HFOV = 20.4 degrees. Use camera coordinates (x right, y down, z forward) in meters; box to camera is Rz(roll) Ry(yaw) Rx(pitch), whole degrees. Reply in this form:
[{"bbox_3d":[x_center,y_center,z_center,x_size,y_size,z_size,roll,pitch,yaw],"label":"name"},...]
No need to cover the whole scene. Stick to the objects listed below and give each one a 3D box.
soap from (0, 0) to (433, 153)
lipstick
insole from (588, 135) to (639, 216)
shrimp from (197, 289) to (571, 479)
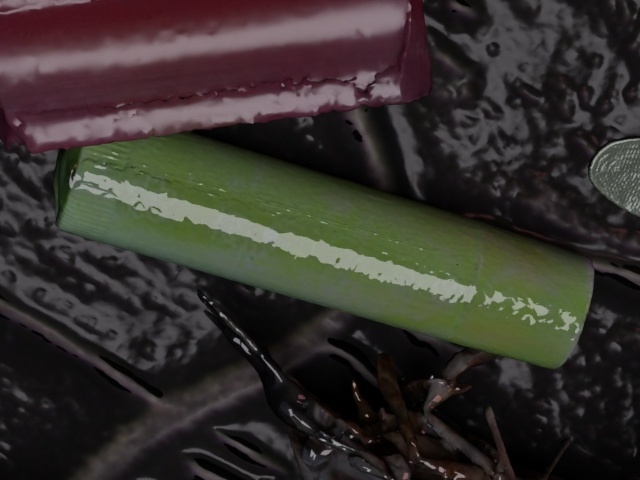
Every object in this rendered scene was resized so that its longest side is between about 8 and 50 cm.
[{"bbox_3d":[-0.072,-0.109,0.892,0.250,0.162,0.099,-8,112,-1],"label":"soap"},{"bbox_3d":[0.000,0.000,0.988,0.304,0.076,0.076,17,110,-9],"label":"lipstick"},{"bbox_3d":[0.227,-0.024,1.029,0.152,0.002,0.053,21,109,-11],"label":"insole"},{"bbox_3d":[0.060,0.134,1.020,0.343,0.116,0.145,42,107,-7],"label":"shrimp"}]
